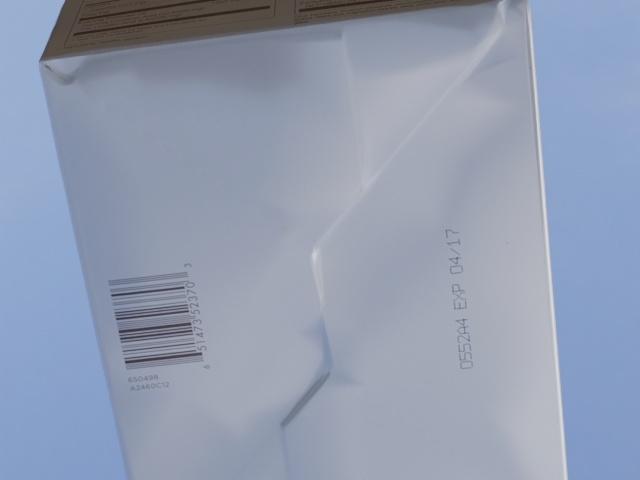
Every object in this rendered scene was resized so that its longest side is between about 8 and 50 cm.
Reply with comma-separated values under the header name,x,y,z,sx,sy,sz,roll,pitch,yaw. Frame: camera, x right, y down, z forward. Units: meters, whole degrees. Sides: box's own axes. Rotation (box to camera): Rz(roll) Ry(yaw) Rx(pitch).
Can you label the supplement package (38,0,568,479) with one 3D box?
name,x,y,z,sx,sy,sz,roll,pitch,yaw
supplement package,0.000,0.000,0.817,0.204,0.262,0.145,-6,-155,4
